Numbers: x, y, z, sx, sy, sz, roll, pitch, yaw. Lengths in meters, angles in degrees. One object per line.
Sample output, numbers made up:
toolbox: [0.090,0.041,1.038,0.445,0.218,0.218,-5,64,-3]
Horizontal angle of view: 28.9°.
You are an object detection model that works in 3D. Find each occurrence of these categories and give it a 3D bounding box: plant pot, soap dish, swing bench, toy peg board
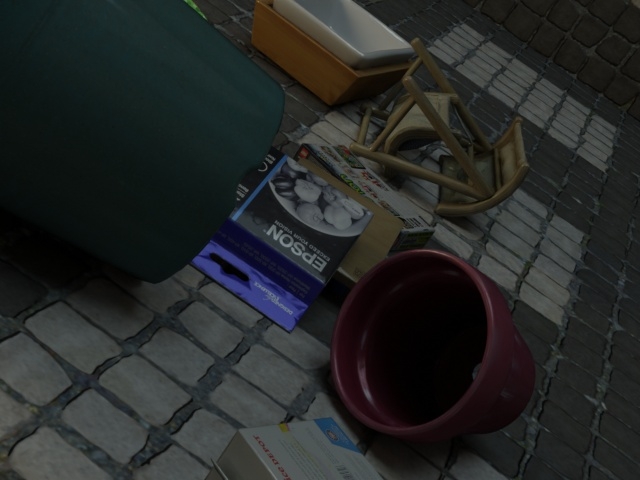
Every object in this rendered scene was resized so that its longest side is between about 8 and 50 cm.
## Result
plant pot: [-0.238,-0.147,1.244,0.334,0.341,0.341,34,22,-20]
soap dish: [0.023,-0.345,2.203,0.229,0.118,0.291,39,24,12]
swing bench: [0.202,-0.171,2.049,0.255,0.165,0.253,36,22,-8]
toy peg board: [0.000,0.000,1.575,0.161,0.079,0.160,32,38,1]
plant pot: [0.140,0.131,1.353,0.180,0.201,0.201,31,18,-50]

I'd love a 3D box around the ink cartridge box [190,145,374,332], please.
ink cartridge box: [-0.067,-0.021,1.457,0.206,0.045,0.208,34,45,1]

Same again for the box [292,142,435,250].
box: [0.062,-0.066,1.809,0.207,0.036,0.114,45,25,25]

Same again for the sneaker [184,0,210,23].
sneaker: [-0.357,-0.317,1.557,0.483,0.185,0.202,29,29,12]

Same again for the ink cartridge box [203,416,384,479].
ink cartridge box: [-0.032,0.218,1.059,0.143,0.090,0.092,3,38,-49]
